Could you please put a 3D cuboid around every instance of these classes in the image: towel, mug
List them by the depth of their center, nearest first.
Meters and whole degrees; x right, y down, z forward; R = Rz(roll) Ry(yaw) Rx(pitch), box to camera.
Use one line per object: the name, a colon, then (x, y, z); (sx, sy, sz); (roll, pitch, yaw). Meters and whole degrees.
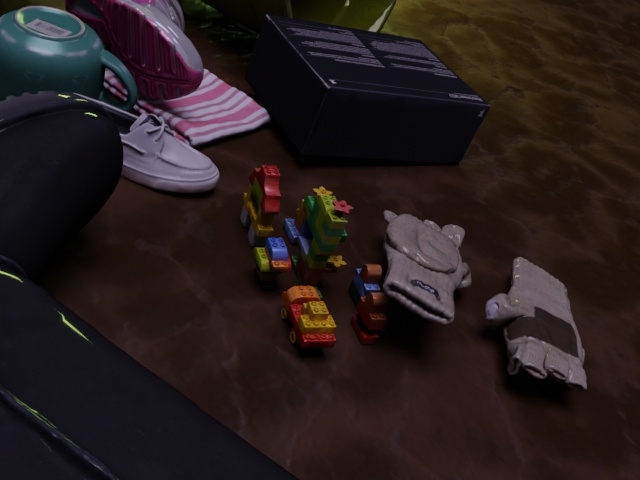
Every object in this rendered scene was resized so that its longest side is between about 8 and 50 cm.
mug: (-0.296, -0.202, 0.951); (0.157, 0.097, 0.129); (-10, 44, -35)
towel: (-0.175, -0.186, 1.052); (0.197, 0.029, 0.144); (36, 38, 21)

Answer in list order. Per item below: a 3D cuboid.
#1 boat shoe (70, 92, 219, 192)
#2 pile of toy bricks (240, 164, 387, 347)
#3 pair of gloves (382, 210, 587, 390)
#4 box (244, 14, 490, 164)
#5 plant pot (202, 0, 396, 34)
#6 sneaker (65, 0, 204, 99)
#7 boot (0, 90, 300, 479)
boat shoe: (-0.193, -0.108, 0.905); (0.184, 0.063, 0.066); (23, 34, 4)
pile of toy bricks: (0.000, 0.000, 0.818); (0.118, 0.105, 0.212); (1, 39, -25)
pair of gloves: (0.165, 0.057, 0.863); (0.240, 0.042, 0.204); (27, 28, -10)
box: (0.060, -0.194, 1.106); (0.261, 0.103, 0.184); (0, 37, -34)
plant pot: (-0.090, -0.482, 1.260); (0.352, 0.367, 0.366); (23, 33, 25)
sneaker: (-0.208, -0.263, 1.028); (0.111, 0.103, 0.252); (-20, 53, -37)
boot: (-0.144, 0.087, 0.584); (0.445, 0.146, 0.367); (31, 46, 21)
